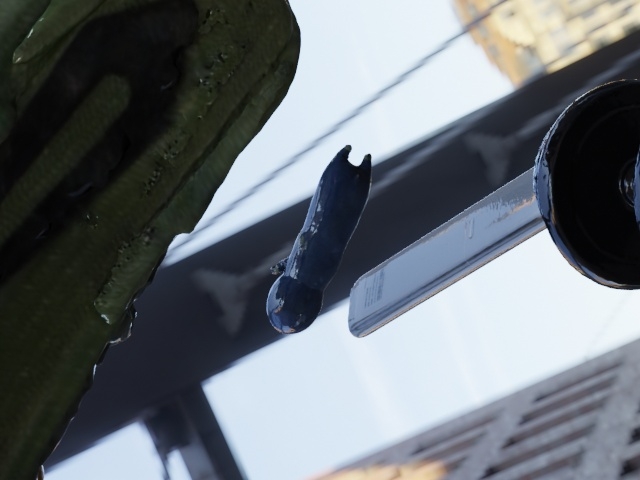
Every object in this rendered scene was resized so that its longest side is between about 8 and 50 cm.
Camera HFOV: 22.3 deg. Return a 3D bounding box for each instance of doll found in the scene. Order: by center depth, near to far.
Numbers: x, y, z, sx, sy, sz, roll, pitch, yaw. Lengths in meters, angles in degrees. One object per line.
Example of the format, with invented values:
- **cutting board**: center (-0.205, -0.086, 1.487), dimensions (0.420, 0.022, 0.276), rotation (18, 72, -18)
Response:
- **doll**: center (0.000, 0.000, 1.015), dimensions (0.037, 0.125, 0.027), rotation (23, -179, -30)

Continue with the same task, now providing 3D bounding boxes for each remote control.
- **remote control**: center (0.117, 0.012, 1.424), dimensions (0.029, 0.261, 0.067), rotation (33, -135, -26)

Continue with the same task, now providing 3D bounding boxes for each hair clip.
- **hair clip**: center (-0.122, 0.002, 0.548), dimensions (0.138, 0.091, 0.321), rotation (53, -124, -37)

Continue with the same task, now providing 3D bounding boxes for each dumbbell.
- **dumbbell**: center (0.158, -0.024, 0.704), dimensions (0.099, 0.099, 0.208), rotation (61, 163, -13)

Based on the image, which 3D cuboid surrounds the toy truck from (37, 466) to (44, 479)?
- **toy truck**: center (-0.315, 0.234, 1.206), dimensions (0.204, 0.288, 0.212), rotation (16, -170, -42)
